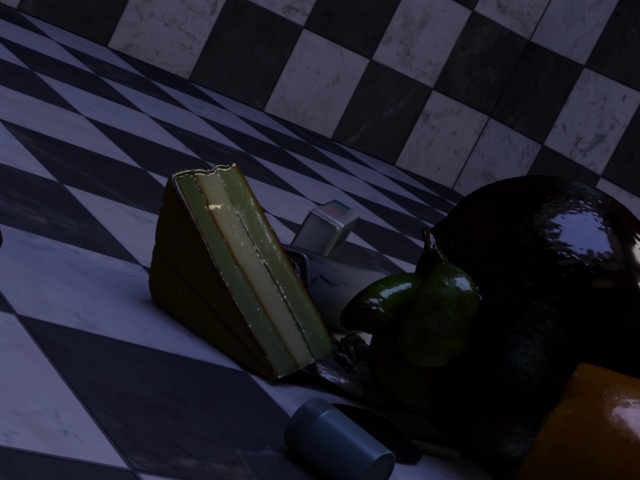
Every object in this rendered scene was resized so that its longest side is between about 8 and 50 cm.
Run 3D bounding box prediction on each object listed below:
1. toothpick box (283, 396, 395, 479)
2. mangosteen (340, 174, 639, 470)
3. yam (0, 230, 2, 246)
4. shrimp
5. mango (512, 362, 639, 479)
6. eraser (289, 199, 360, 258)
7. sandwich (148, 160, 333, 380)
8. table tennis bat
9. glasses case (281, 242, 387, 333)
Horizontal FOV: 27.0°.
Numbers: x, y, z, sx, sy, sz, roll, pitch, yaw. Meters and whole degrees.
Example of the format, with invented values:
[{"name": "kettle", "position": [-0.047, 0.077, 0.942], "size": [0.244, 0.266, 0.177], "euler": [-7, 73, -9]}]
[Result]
[{"name": "toothpick box", "position": [0.015, 0.173, 1.108], "size": [0.083, 0.052, 0.052], "euler": [34, 12, 32]}, {"name": "mangosteen", "position": [0.187, 0.076, 1.373], "size": [0.360, 0.306, 0.306], "euler": [13, 12, -10]}, {"name": "yam", "position": [-0.332, 0.005, 1.093], "size": [0.046, 0.046, 0.264], "euler": [28, 8, 7]}, {"name": "shrimp", "position": [0.007, 0.120, 1.443], "size": [0.148, 0.035, 0.195], "euler": [21, 12, -17]}, {"name": "mango", "position": [0.307, 0.258, 1.081], "size": [0.350, 0.201, 0.199], "euler": [39, 31, 5]}, {"name": "eraser", "position": [0.000, 0.000, 1.864], "size": [0.052, 0.095, 0.225], "euler": [32, 10, 5]}, {"name": "sandwich", "position": [-0.068, 0.027, 1.335], "size": [0.187, 0.144, 0.117], "euler": [29, 27, 28]}, {"name": "table tennis bat", "position": [0.070, 0.189, 1.287], "size": [0.158, 0.014, 0.095], "euler": [19, 11, -32]}, {"name": "glasses case", "position": [-0.019, 0.053, 1.546], "size": [0.128, 0.083, 0.308], "euler": [18, 0, 22]}]
